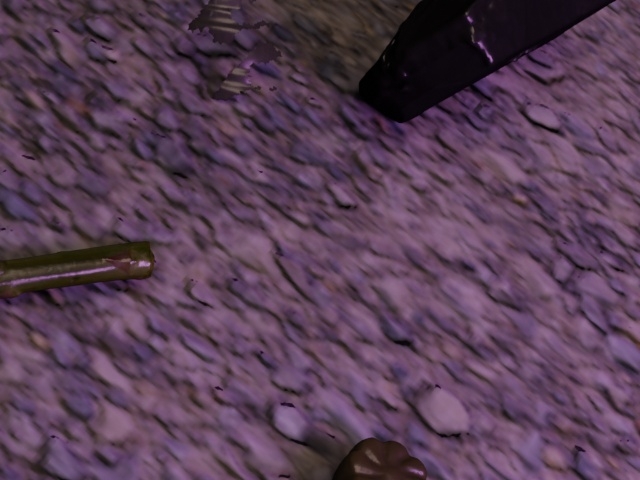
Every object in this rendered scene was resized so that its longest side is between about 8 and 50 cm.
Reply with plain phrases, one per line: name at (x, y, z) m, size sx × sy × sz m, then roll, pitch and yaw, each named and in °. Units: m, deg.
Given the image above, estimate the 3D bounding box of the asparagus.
asparagus at (-0.201, 0.027, 0.866) m, size 0.248 × 0.025 × 0.024 m, roll -10°, pitch 107°, yaw -31°

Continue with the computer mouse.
computer mouse at (0.114, -0.150, 1.075) m, size 0.217 × 0.122 × 0.073 m, roll -33°, pitch 90°, yaw -40°

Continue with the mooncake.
mooncake at (-0.008, 0.006, 0.962) m, size 0.150 × 0.057 × 0.346 m, roll -19°, pitch 76°, yaw -48°
